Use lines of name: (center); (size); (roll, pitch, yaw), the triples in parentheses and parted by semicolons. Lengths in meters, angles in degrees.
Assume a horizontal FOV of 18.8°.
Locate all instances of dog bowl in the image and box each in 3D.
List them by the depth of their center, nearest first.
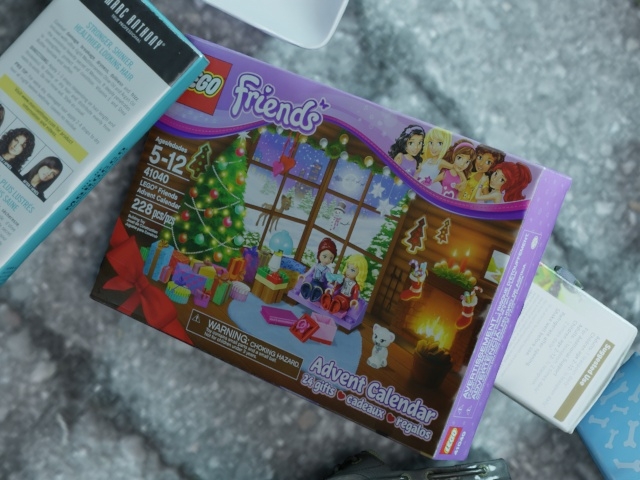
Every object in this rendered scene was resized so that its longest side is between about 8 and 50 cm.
dog bowl: (0.287, 0.227, 1.500); (0.074, 0.166, 0.297); (-30, 109, 2)

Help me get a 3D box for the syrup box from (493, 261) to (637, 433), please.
syrup box: (0.103, 0.035, 1.403); (0.237, 0.093, 0.096); (33, 89, -7)

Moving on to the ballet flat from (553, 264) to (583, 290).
ballet flat: (0.146, 0.054, 1.483); (0.114, 0.041, 0.041); (-31, 109, -10)

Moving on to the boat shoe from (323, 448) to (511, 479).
boat shoe: (0.037, 0.195, 1.457); (0.223, 0.080, 0.073); (1, 71, -6)

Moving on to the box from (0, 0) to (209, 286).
box: (-0.194, -0.068, 1.303); (0.100, 0.060, 0.244); (44, 91, 1)

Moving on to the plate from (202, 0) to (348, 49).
plate: (-0.066, -0.308, 1.331); (0.277, 0.045, 0.278); (22, 93, -22)

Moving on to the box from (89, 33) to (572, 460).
box: (0.000, 0.000, 1.305); (0.057, 0.293, 0.201); (14, 97, -62)
